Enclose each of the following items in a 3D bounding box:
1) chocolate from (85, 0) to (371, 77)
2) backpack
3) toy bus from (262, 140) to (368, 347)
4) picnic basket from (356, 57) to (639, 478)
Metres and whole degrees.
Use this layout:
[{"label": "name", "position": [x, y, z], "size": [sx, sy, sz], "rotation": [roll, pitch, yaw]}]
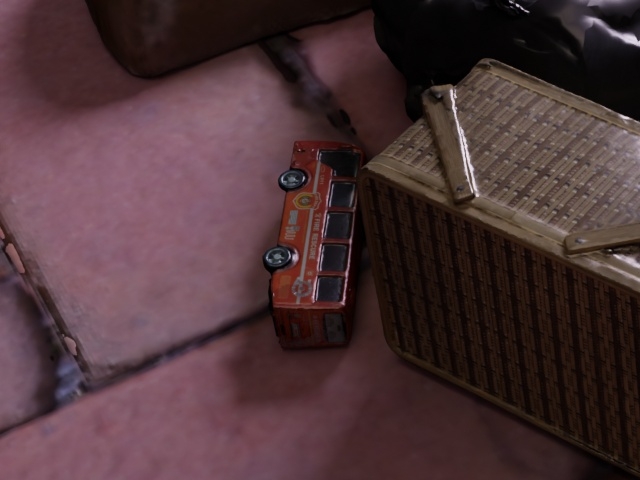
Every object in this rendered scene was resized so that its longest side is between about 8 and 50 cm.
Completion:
[{"label": "chocolate", "position": [-0.015, -0.195, 1.019], "size": [0.254, 0.080, 0.157], "rotation": [-19, 43, -6]}, {"label": "backpack", "position": [0.121, -0.116, 0.880], "size": [0.206, 0.133, 0.258], "rotation": [-25, 37, -17]}, {"label": "toy bus", "position": [0.000, 0.000, 0.847], "size": [0.043, 0.031, 0.110], "rotation": [-1, 46, 10]}, {"label": "picnic basket", "position": [0.100, 0.012, 0.747], "size": [0.164, 0.115, 0.079], "rotation": [26, 53, 34]}]
